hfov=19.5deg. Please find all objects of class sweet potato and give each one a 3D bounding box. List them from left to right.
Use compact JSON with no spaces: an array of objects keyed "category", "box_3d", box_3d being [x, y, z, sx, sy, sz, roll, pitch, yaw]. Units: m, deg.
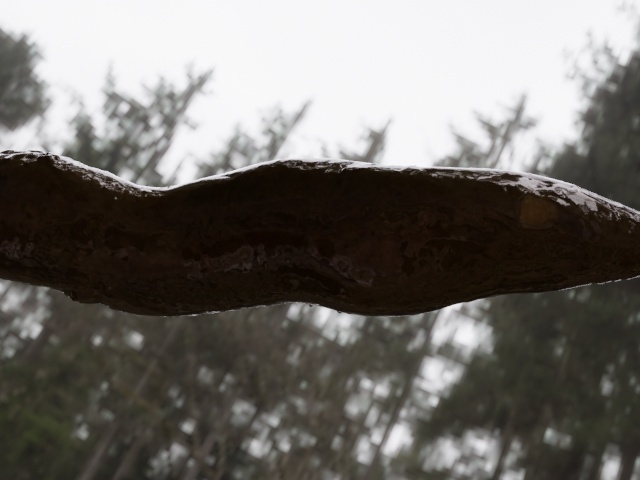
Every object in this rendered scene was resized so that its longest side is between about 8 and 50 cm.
[{"category":"sweet potato","box_3d":[0.000,0.000,0.695,0.281,0.059,0.067,2,-33,17]}]
